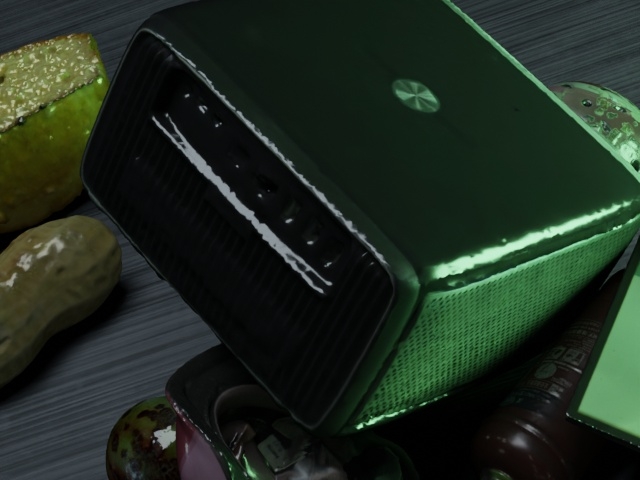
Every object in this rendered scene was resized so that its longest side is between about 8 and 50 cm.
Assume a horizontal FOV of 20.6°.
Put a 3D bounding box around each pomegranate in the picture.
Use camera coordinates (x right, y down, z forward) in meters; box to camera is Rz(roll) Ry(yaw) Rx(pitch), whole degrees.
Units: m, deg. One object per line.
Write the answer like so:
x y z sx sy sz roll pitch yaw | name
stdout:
-0.123 0.219 1.719 0.169 0.148 0.148 -4 30 -20 | pomegranate

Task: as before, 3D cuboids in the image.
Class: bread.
-0.403 -0.115 2.269 0.340 0.179 0.194 -30 37 -18 | bread

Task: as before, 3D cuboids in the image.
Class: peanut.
-0.351 0.078 2.024 0.130 0.130 0.290 18 49 43 | peanut

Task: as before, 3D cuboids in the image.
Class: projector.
0.040 -0.045 1.679 0.405 0.242 0.395 -18 57 -46 | projector

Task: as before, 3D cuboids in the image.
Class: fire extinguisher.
0.210 0.172 1.641 0.344 0.102 0.138 -44 8 -29 | fire extinguisher

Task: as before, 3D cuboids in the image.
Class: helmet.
-0.033 0.224 1.602 0.253 0.154 0.198 29 32 19 | helmet
0.290 -0.121 1.981 0.177 0.107 0.153 9 41 36 | helmet

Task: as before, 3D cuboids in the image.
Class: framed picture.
0.383 0.098 1.618 0.244 0.013 0.324 22 47 10 | framed picture
